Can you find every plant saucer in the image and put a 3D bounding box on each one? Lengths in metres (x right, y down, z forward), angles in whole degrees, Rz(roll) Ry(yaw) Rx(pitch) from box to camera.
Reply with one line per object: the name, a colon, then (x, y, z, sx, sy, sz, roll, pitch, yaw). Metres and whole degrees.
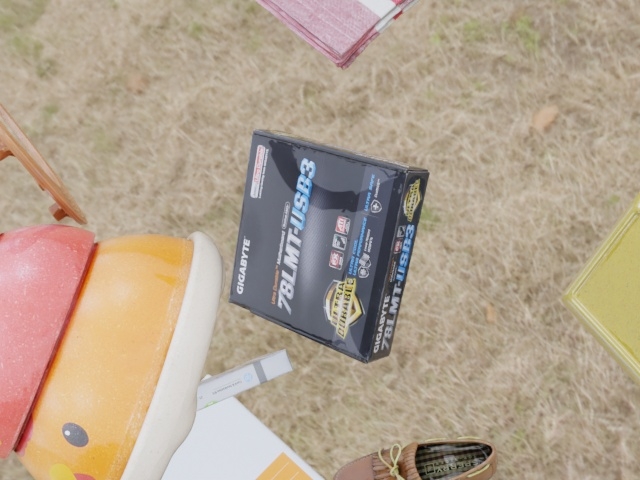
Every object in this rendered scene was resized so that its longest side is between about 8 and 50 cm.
plant saucer: (0.613, 0.096, 1.524, 0.332, 0.081, 0.332, -62, 42, 28)

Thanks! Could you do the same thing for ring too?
ring: (-0.407, -0.147, 1.027, 0.032, 0.336, 0.336, -37, 53, -9)

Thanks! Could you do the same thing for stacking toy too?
stacking toy: (-0.374, 0.092, 0.901, 0.350, 0.480, 0.350, -160, 90, -76)

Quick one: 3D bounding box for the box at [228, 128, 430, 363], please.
box: (0.000, 0.000, 1.264, 0.293, 0.073, 0.295, 20, 106, 33)

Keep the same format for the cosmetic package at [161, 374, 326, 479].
cosmetic package: (-0.155, 0.487, 1.644, 0.230, 0.161, 0.453, -45, 41, -15)

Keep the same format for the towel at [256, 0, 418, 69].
towel: (0.054, -0.350, 0.866, 0.329, 0.037, 0.237, -43, 70, -12)

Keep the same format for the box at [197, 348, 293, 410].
box: (-0.149, 0.223, 1.272, 0.186, 0.145, 0.038, -19, 85, -23)

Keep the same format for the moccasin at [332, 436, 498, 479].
moccasin: (0.214, 0.525, 1.875, 0.380, 0.147, 0.139, -7, 59, 6)
